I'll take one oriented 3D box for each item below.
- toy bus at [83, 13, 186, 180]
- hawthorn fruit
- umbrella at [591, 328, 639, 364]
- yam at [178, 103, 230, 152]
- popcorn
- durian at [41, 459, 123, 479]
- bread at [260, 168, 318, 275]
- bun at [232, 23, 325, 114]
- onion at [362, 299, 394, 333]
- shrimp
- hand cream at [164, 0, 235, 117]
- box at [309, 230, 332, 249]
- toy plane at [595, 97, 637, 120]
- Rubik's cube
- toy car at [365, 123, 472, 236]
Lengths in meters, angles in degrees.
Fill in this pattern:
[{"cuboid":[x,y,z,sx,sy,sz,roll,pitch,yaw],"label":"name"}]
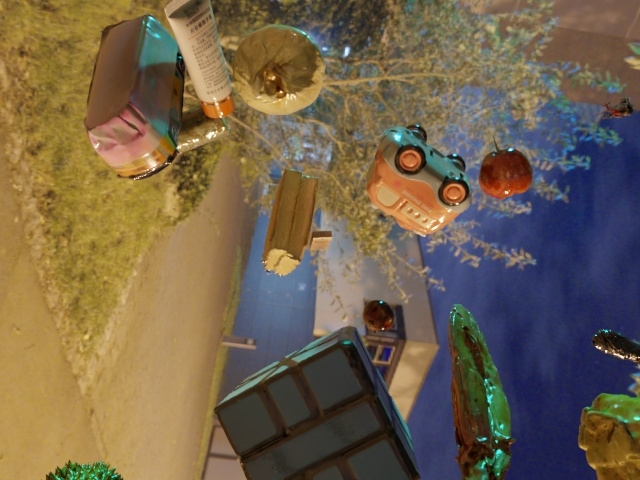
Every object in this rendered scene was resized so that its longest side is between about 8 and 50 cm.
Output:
[{"cuboid":[-0.416,-0.326,1.122,0.162,0.171,0.386,49,29,-52],"label":"toy bus"},{"cuboid":[0.434,-0.160,1.190,0.140,0.125,0.125,50,35,-44],"label":"hawthorn fruit"},{"cuboid":[0.857,0.309,1.342,0.071,0.248,0.071,-61,167,-24],"label":"umbrella"},{"cuboid":[-0.364,-0.315,1.420,0.107,0.194,0.107,158,-90,-90],"label":"yam"},{"cuboid":[0.676,0.424,1.042,0.252,0.215,0.286,-55,176,-16],"label":"popcorn"},{"cuboid":[-0.433,0.530,0.926,0.200,0.176,0.237,-20,87,-62],"label":"durian"},{"cuboid":[-0.090,-0.035,1.407,0.239,0.111,0.246,123,-21,-69],"label":"bread"},{"cuboid":[-0.098,-0.366,1.125,0.222,0.222,0.128,101,4,-50],"label":"bun"},{"cuboid":[0.198,0.259,1.741,0.118,0.117,0.119,4,85,-52],"label":"onion"},{"cuboid":[0.172,0.175,0.560,0.294,0.062,0.154,-63,131,-67],"label":"shrimp"},{"cuboid":[-0.283,-0.442,1.212,0.140,0.089,0.314,-53,155,-33],"label":"hand cream"},{"cuboid":[0.000,0.000,1.390,0.083,0.053,0.024,109,-24,-62],"label":"box"},{"cuboid":[0.746,-0.327,1.271,0.060,0.037,0.145,-36,-171,15],"label":"toy plane"},{"cuboid":[0.002,0.358,0.997,0.283,0.288,0.293,62,1,3],"label":"Rubik's cube"},{"cuboid":[0.225,-0.136,1.230,0.212,0.270,0.180,-50,-171,30],"label":"toy car"}]
